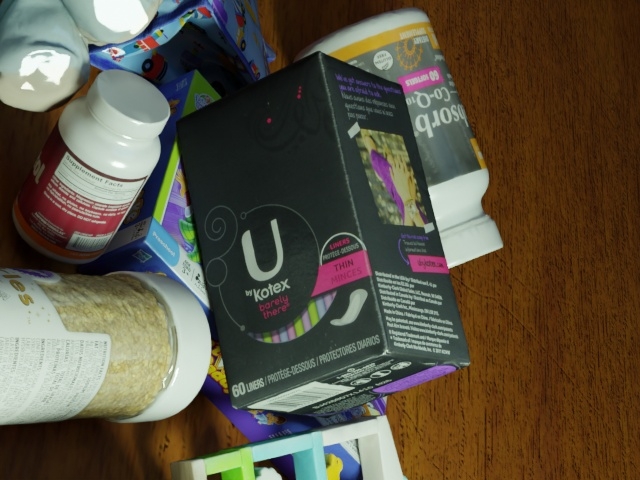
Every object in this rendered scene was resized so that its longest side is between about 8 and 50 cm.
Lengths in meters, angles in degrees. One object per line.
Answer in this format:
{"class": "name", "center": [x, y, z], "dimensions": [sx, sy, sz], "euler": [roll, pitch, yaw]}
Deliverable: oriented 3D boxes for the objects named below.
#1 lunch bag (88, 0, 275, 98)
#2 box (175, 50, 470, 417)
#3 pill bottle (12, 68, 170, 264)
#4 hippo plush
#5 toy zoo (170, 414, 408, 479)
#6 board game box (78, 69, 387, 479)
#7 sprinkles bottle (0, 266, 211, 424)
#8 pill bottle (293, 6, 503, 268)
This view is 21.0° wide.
{"class": "lunch bag", "center": [-0.116, -0.239, 1.689], "dimensions": [0.293, 0.138, 0.221], "euler": [35, 39, -59]}
{"class": "box", "center": [0.000, 0.000, 1.488], "dimensions": [0.143, 0.165, 0.270], "euler": [14, 58, -55]}
{"class": "pill bottle", "center": [-0.181, -0.060, 1.385], "dimensions": [0.086, 0.152, 0.086], "euler": [24, 34, -17]}
{"class": "hippo plush", "center": [-0.283, -0.261, 1.378], "dimensions": [0.294, 0.234, 0.236], "euler": [66, -6, -34]}
{"class": "toy zoo", "center": [-0.003, 0.261, 1.507], "dimensions": [0.293, 0.030, 0.192], "euler": [-6, 87, -48]}
{"class": "board game box", "center": [-0.062, 0.044, 1.609], "dimensions": [0.347, 0.078, 0.233], "euler": [48, 34, -31]}
{"class": "sprinkles bottle", "center": [-0.227, 0.077, 1.260], "dimensions": [0.355, 0.121, 0.121], "euler": [6, 65, -58]}
{"class": "pill bottle", "center": [0.088, -0.099, 1.881], "dimensions": [0.162, 0.162, 0.278], "euler": [-18, 86, -62]}
